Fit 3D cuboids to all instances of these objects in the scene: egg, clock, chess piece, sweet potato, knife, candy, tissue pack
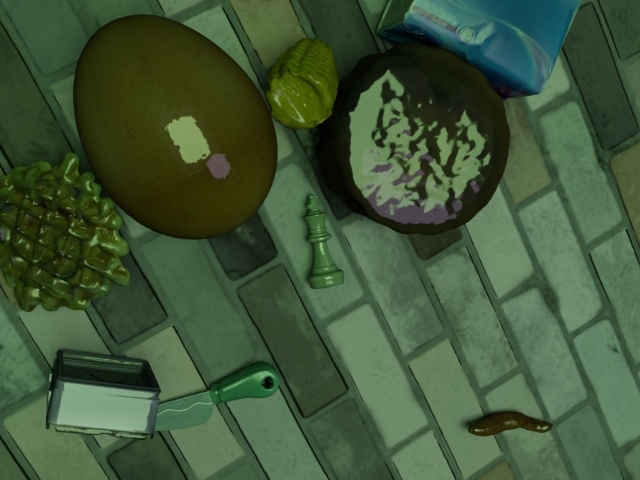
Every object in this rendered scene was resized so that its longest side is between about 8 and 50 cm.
[{"bbox_3d":[-0.199,-0.154,1.092,0.250,0.250,0.322,-34,104,-11],"label":"egg"},{"bbox_3d":[-0.312,0.215,1.134,0.144,0.193,0.073,11,91,-19],"label":"clock"},{"bbox_3d":[0.000,0.000,1.279,0.059,0.059,0.149,-10,95,-16],"label":"chess piece"},{"bbox_3d":[0.337,0.327,1.429,0.179,0.044,0.044,1,96,-24],"label":"sweet potato"},{"bbox_3d":[-0.189,0.259,1.267,0.260,0.034,0.063,-18,108,-8],"label":"knife"},{"bbox_3d":[-0.018,-0.245,1.177,0.094,0.199,0.106,-12,122,17],"label":"candy"},{"bbox_3d":[0.252,-0.365,1.261,0.263,0.146,0.198,23,89,-18],"label":"tissue pack"}]

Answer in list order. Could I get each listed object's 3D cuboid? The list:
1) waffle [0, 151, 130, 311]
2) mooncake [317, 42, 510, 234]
[{"bbox_3d":[-0.374,-0.003,1.124,0.204,0.054,0.223,-16,102,10],"label":"waffle"},{"bbox_3d":[0.135,-0.157,1.244,0.290,0.161,0.290,-2,99,-16],"label":"mooncake"}]
